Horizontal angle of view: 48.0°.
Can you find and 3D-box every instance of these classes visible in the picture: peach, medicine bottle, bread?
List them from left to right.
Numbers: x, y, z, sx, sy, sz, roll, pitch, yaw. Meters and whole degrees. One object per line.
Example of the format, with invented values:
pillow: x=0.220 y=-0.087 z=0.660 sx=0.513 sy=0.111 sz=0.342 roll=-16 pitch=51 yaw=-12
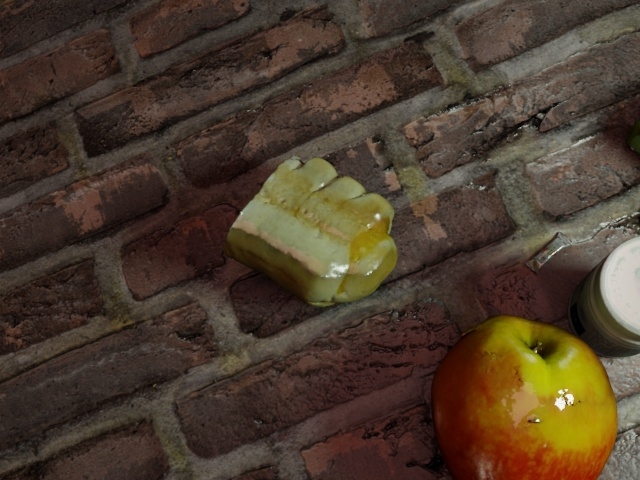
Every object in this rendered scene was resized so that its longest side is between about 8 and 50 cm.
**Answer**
bread: x=0.000 y=0.000 z=1.567 sx=0.341 sy=0.210 sz=0.301 roll=27 pitch=58 yaw=8
peach: x=0.370 y=0.335 z=1.365 sx=0.369 sy=0.370 sz=0.370 roll=-2 pitch=75 yaw=8
medicine bottle: x=0.597 y=0.117 z=1.374 sx=0.189 sy=0.332 sz=0.190 roll=-2 pitch=75 yaw=8

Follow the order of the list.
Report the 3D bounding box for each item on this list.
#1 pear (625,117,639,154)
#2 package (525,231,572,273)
pear: x=0.840 y=-0.222 z=1.524 sx=0.292 sy=0.159 sz=0.293 roll=-2 pitch=72 yaw=6
package: x=0.502 y=0.028 z=1.579 sx=0.110 sy=0.015 sz=0.037 roll=-41 pitch=68 yaw=-5
